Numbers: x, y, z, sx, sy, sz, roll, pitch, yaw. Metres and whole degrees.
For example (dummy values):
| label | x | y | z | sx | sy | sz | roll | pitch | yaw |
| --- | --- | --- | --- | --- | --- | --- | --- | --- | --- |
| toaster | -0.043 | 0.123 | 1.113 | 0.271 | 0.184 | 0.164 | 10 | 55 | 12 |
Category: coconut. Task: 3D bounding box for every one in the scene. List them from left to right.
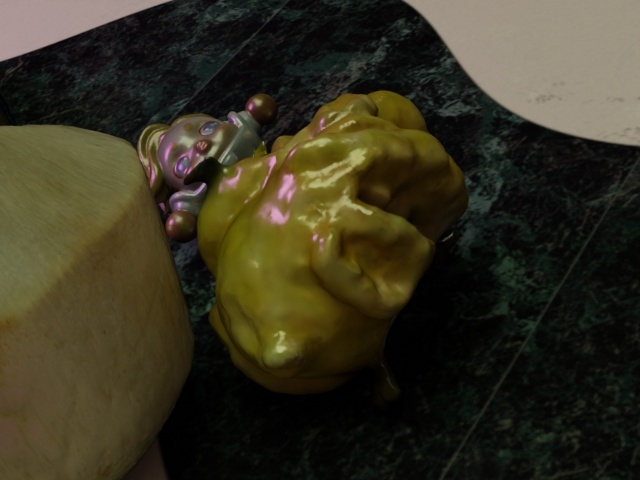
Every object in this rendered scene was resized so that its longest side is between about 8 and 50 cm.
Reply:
| label | x | y | z | sx | sy | sz | roll | pitch | yaw |
| --- | --- | --- | --- | --- | --- | --- | --- | --- | --- |
| coconut | -0.309 | 0.058 | 1.217 | 0.345 | 0.415 | 0.415 | 8 | 44 | 36 |

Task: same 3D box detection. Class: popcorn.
| label | x | y | z | sx | sy | sz | roll | pitch | yaw |
| --- | --- | --- | --- | --- | --- | --- | --- | --- | --- |
| popcorn | 0.000 | 0.000 | 1.265 | 0.297 | 0.281 | 0.316 | -55 | 10 | 15 |

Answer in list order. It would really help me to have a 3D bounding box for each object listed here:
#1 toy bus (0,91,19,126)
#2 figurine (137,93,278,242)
| label | x | y | z | sx | sy | sz | roll | pitch | yaw |
| --- | --- | --- | --- | --- | --- | --- | --- | --- | --- |
| toy bus | -0.580 | -0.185 | 1.888 | 0.194 | 0.162 | 0.323 | -39 | 38 | -23 |
| figurine | -0.077 | -0.072 | 1.525 | 0.274 | 0.133 | 0.193 | 2 | 64 | 19 |
